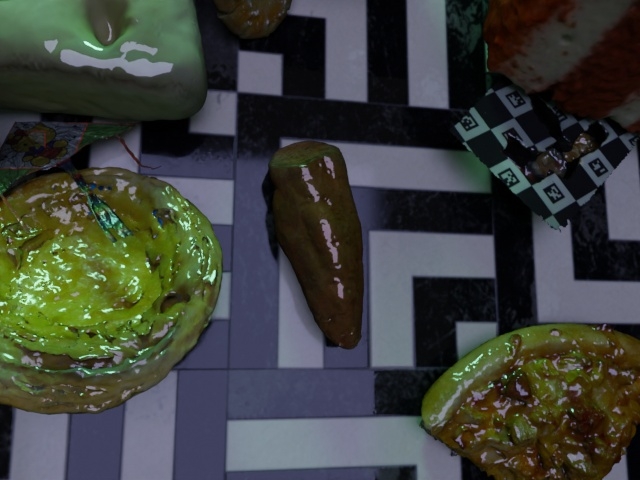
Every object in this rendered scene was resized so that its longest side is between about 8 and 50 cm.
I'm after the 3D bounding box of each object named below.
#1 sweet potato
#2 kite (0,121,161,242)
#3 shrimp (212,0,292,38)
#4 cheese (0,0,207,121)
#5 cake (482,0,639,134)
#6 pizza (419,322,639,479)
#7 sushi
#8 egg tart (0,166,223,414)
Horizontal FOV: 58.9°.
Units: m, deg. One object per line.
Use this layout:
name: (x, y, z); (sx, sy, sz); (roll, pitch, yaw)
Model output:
sweet potato: (0.000, 0.000, 0.641); (0.097, 0.097, 0.252); (-10, 81, -12)
kite: (-0.258, -0.072, 0.590); (0.198, 0.006, 0.244); (-34, 57, -30)
shrimp: (-0.086, -0.335, 0.641); (0.115, 0.217, 0.051); (-38, 50, -21)
cheese: (-0.298, -0.301, 0.616); (0.328, 0.129, 0.351); (-4, 81, -11)
cake: (0.381, -0.319, 0.659); (0.319, 0.270, 0.270); (16, 67, -9)
pizza: (0.278, 0.212, 0.663); (0.335, 0.086, 0.226); (-7, 81, -13)
sushi: (0.301, -0.141, 0.741); (0.192, 0.043, 0.279); (44, 63, 5)
egg tart: (-0.235, 0.047, 0.568); (0.290, 0.107, 0.291); (3, 50, -3)
